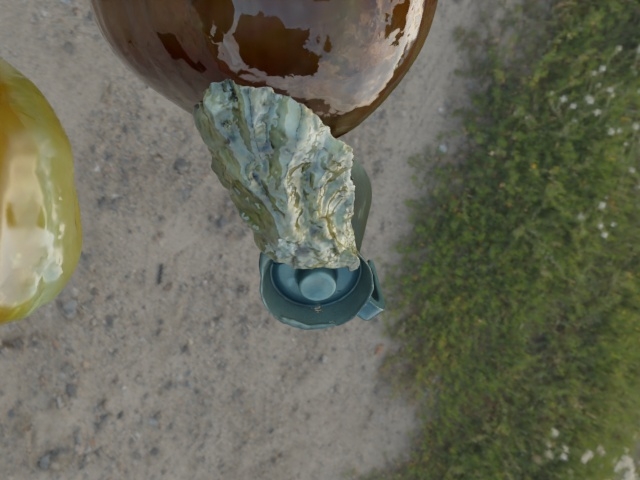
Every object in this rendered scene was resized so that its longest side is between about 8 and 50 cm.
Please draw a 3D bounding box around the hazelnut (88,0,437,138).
[{"bbox_3d":[-0.070,-0.279,0.819,0.359,0.410,0.358,-10,106,-40],"label":"hazelnut"}]

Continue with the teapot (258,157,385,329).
[{"bbox_3d":[0.000,0.000,0.952,0.171,0.225,0.203,-40,120,22],"label":"teapot"}]

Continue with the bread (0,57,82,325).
[{"bbox_3d":[-0.312,-0.038,0.433,0.342,0.300,0.210,8,149,-17],"label":"bread"}]

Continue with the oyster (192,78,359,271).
[{"bbox_3d":[-0.039,-0.045,0.638,0.209,0.133,0.071,78,21,-54],"label":"oyster"}]
